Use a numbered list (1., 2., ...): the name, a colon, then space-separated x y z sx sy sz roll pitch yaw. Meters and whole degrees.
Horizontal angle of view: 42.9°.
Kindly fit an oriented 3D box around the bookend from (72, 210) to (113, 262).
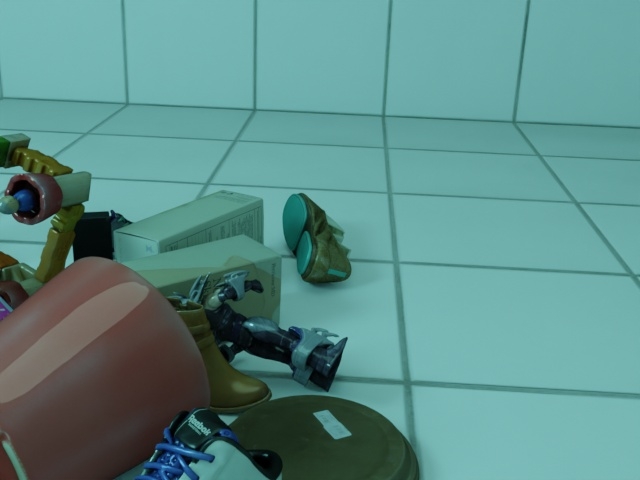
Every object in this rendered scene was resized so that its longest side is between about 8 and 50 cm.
1. bookend: -0.441 0.005 1.570 0.072 0.157 0.156 -4 22 -16

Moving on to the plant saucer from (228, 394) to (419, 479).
1. plant saucer: -0.009 0.278 1.061 0.278 0.041 0.278 2 20 -1

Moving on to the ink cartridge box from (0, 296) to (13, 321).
1. ink cartridge box: -0.573 0.140 1.179 0.065 0.186 0.311 -36 11 21

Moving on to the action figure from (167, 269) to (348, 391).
1. action figure: -0.106 0.142 1.244 0.285 0.185 0.099 21 45 5

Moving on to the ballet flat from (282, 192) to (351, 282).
1. ballet flat: 0.000 0.000 1.722 0.124 0.116 0.342 18 17 -17

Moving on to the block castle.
1. block castle: -0.652 -0.070 1.422 0.453 0.303 0.213 30 22 14

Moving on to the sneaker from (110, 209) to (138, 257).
1. sneaker: -0.399 -0.016 1.713 0.224 0.098 0.083 -4 22 -15

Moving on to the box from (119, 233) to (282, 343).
1. box: -0.223 0.099 1.363 0.311 0.148 0.121 -16 28 -37

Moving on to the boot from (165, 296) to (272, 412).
1. boot: -0.166 0.164 1.182 0.197 0.152 0.073 7 22 12

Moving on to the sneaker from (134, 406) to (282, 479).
1. sneaker: -0.162 0.267 0.821 0.316 0.182 0.127 -3 9 -36

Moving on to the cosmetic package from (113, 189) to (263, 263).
1. cosmetic package: -0.240 0.020 1.553 0.113 0.160 0.309 14 22 30

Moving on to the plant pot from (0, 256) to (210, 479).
1. plant pot: -0.313 0.190 0.985 0.275 0.274 0.243 16 33 32
